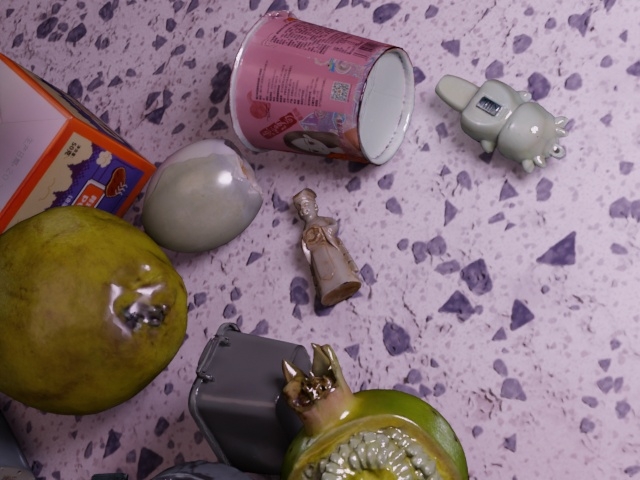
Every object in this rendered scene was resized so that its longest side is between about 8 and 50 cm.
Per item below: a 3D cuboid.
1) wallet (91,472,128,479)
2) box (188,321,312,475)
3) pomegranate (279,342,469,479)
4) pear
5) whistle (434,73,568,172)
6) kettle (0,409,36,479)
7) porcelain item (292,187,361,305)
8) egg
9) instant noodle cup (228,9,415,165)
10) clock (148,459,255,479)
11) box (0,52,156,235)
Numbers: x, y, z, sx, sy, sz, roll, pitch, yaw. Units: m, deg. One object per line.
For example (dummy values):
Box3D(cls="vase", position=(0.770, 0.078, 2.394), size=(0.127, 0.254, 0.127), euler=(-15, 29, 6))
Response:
Box3D(cls="wallet", position=(-0.370, 0.466, 1.671), size=(0.088, 0.026, 0.129), euler=(-8, 69, 30))
Box3D(cls="box", position=(-0.081, 0.248, 1.445), size=(0.135, 0.243, 0.163), euler=(4, 48, 24))
Box3D(cls="pomegranate", position=(0.057, 0.296, 1.316), size=(0.261, 0.260, 0.340), euler=(-22, 97, 23))
Box3D(cls="pear", position=(-0.412, 0.121, 1.643), size=(0.414, 0.352, 0.351), euler=(5, 75, 28))
Box3D(cls="whistle", position=(0.273, -0.185, 1.474), size=(0.244, 0.092, 0.110), euler=(37, 95, 34))
Box3D(cls="kettle", position=(-0.648, 0.406, 1.814), size=(0.243, 0.160, 0.210), euler=(52, 131, 41))
Box3D(cls="porcelain item", position=(0.000, 0.000, 1.599), size=(0.084, 0.054, 0.213), euler=(-32, 58, 17))
Box3D(cls="egg", position=(-0.213, -0.069, 1.674), size=(0.217, 0.183, 0.183), euler=(-31, 59, 8))
Box3D(cls="instant noodle cup", position=(0.012, -0.240, 1.581), size=(0.231, 0.243, 0.242), euler=(16, 81, 28))
Box3D(cls="clock", position=(-0.172, 0.493, 1.445), size=(0.325, 0.067, 0.324), euler=(3, 98, 26))
Box3D(cls="box", position=(-0.564, -0.116, 1.868), size=(0.319, 0.257, 0.348), euler=(37, 93, 34))
